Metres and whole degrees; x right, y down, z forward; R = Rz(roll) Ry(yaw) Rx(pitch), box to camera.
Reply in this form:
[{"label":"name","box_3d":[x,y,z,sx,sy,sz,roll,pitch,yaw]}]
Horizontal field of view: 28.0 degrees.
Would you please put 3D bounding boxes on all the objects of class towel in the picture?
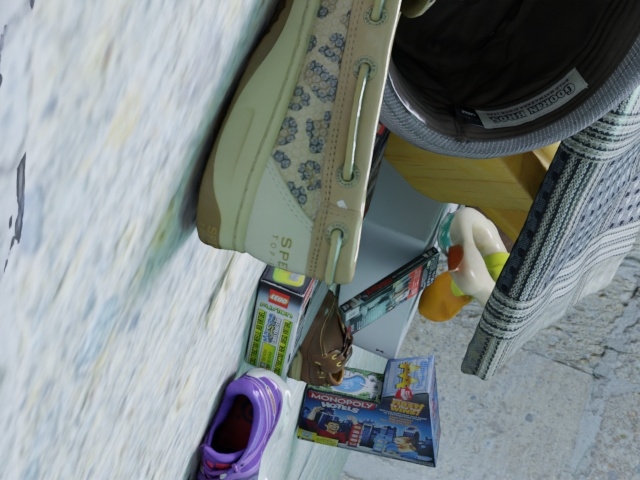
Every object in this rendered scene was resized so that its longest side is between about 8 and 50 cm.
[{"label":"towel","box_3d":[0.253,-0.047,1.093,0.324,0.056,0.312,-26,142,-56]}]

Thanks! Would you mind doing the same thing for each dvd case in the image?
[{"label":"dvd case","box_3d":[0.071,0.056,1.337,0.119,0.013,0.087,-33,161,-12]}]

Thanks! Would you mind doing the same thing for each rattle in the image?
[{"label":"rattle","box_3d":[0.132,0.034,1.431,0.199,0.142,0.130,-11,92,-63]}]

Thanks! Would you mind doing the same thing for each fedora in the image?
[{"label":"fedora","box_3d":[0.124,-0.192,0.854,0.124,0.243,0.275,-107,-155,-50]}]

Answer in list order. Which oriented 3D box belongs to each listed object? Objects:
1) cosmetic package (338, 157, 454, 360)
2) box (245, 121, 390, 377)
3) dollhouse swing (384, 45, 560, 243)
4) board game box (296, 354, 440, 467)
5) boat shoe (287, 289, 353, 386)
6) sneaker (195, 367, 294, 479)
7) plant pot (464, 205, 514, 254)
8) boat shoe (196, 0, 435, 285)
[{"label":"cosmetic package","box_3d":[0.116,-0.052,1.530,0.377,0.097,0.284,95,16,-65]},{"label":"box","box_3d":[0.000,0.000,1.054,0.114,0.036,0.207,103,11,-49]},{"label":"dollhouse swing","box_3d":[0.269,-0.147,1.150,0.347,0.305,0.315,-55,-160,-9]},{"label":"board game box","box_3d":[0.077,0.209,1.659,0.194,0.194,0.060,103,-1,-53]},{"label":"boat shoe","box_3d":[0.006,0.099,1.297,0.178,0.060,0.064,98,15,-61]},{"label":"sneaker","box_3d":[-0.076,0.180,0.996,0.071,0.068,0.170,3,101,-67]},{"label":"plant pot","box_3d":[0.285,-0.089,1.614,0.230,0.215,0.215,-55,174,7]},{"label":"boat shoe","box_3d":[0.026,-0.115,0.684,0.104,0.089,0.285,69,43,-79]}]
